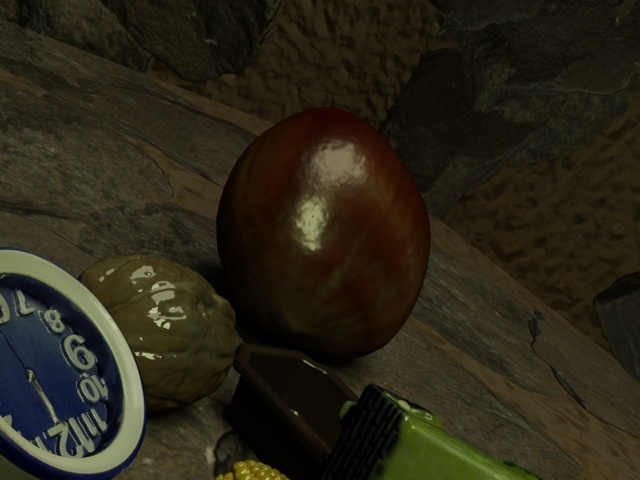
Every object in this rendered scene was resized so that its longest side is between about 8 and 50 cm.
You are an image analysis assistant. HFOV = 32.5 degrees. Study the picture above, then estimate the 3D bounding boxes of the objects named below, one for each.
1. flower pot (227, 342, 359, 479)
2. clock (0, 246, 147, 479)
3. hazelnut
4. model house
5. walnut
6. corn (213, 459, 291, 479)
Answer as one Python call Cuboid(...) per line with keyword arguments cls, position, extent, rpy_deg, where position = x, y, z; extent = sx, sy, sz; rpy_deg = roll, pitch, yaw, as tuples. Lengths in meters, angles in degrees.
Cuboid(cls="flower pot", position=(-0.009, 0.229, 1.278), extent=(0.179, 0.084, 0.251), rpy_deg=(16, 21, -49))
Cuboid(cls="clock", position=(-0.260, 0.120, 0.967), extent=(0.230, 0.083, 0.230), rpy_deg=(47, 23, -27))
Cuboid(cls="hazelnut", position=(0.001, -0.005, 1.653), extent=(0.366, 0.365, 0.366), rpy_deg=(29, 14, -8))
Cuboid(cls="model house", position=(0.085, 0.271, 1.104), extent=(0.211, 0.193, 0.170), rpy_deg=(30, 3, 26))
Cuboid(cls="walnut", position=(-0.179, 0.102, 1.208), extent=(0.178, 0.178, 0.230), rpy_deg=(38, 11, 25))
Cuboid(cls="corn", position=(-0.015, 0.300, 0.994), extent=(0.244, 0.093, 0.093), rpy_deg=(43, 18, 34))
